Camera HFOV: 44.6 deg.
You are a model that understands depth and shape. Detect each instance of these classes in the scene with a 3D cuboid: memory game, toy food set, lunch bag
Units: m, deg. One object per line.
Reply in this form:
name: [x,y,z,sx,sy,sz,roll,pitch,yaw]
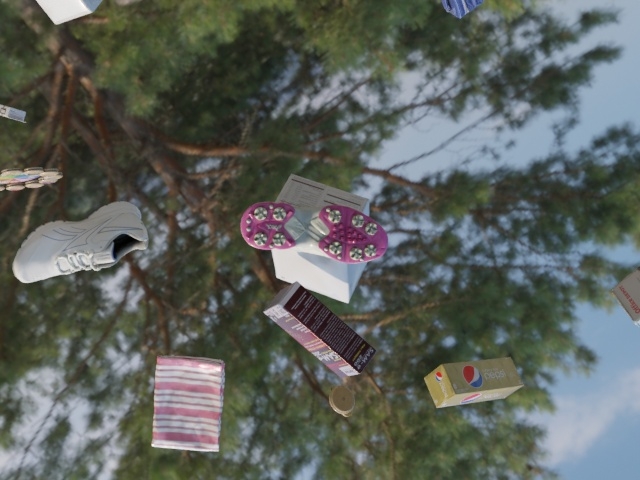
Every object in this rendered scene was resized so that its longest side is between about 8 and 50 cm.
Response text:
memory game: [-0.595,-0.117,1.508,0.186,0.012,0.186,-10,177,-1]
toy food set: [0.060,0.443,2.170,0.020,0.083,0.082,-43,-152,52]
lunch bag: [0.253,-0.463,1.448,0.065,0.098,0.067,-34,-139,-3]

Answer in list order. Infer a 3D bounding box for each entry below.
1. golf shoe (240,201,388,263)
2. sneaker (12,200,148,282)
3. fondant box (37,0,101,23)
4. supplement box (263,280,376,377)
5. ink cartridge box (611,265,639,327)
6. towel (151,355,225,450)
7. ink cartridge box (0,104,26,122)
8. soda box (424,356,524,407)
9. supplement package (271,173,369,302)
golf shoe: [-0.015,-0.024,1.604,0.140,0.306,0.115,-161,-98,-79]
sneaker: [-0.510,0.014,1.673,0.297,0.111,0.129,-27,-134,-19]
fondant box: [-0.421,-0.568,1.335,0.096,0.238,0.330,-6,-134,33]
supplement box: [-0.003,0.203,1.750,0.073,0.239,0.130,-52,-174,-23]
ink cartridge box: [0.579,0.078,1.298,0.150,0.063,0.109,-45,-160,18]
towel: [-0.275,0.339,1.616,0.144,0.197,0.029,4,-177,-1]
ink cartridge box: [-0.803,-0.332,2.031,0.083,0.048,0.028,19,-86,38]
soda box: [0.280,0.256,1.412,0.181,0.061,0.058,1,145,-35]
supplement package: [0.000,0.000,1.868,0.262,0.204,0.145,84,29,-57]
